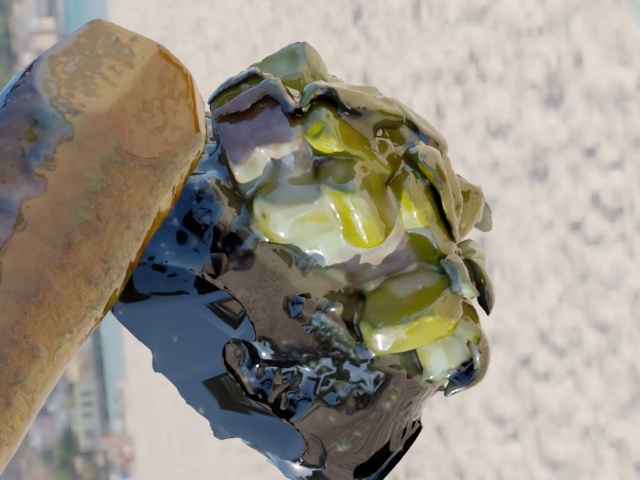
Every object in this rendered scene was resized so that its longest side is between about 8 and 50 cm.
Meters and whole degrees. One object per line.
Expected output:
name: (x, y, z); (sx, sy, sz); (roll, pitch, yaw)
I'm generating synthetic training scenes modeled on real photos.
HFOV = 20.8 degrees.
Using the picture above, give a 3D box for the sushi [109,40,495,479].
sushi: (0.000, 0.000, 1.451); (0.328, 0.285, 0.329); (43, -166, -2)

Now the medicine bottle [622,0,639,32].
medicine bottle: (0.388, -0.251, 1.216); (0.339, 0.208, 0.208); (-19, 72, 39)

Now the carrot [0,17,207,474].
carrot: (-0.165, 0.021, 0.908); (0.302, 0.114, 0.114); (-61, -7, -23)
